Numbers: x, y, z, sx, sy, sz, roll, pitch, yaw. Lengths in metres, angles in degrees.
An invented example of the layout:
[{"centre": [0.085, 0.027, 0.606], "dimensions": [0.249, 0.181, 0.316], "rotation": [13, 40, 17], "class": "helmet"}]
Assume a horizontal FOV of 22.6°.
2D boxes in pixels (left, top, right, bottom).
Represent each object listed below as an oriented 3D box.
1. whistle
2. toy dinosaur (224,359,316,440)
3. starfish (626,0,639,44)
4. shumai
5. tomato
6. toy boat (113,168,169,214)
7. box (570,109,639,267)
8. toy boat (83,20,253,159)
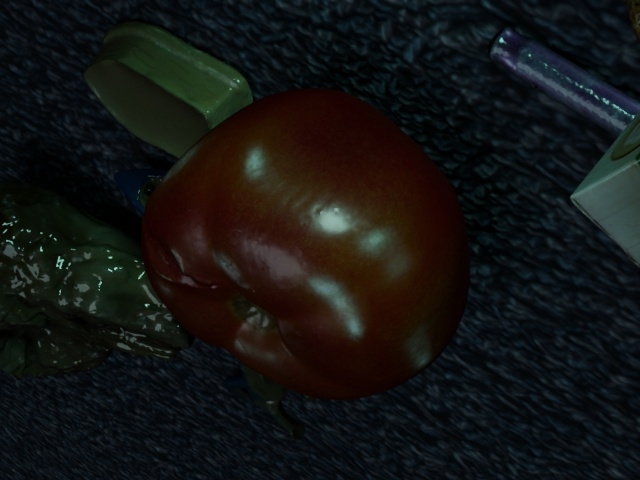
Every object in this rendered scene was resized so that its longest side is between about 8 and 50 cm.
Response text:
[{"centre": [0.203, -0.106, 1.198], "dimensions": [0.176, 0.033, 0.033], "rotation": [34, 152, 16], "class": "whistle"}, {"centre": [-0.090, 0.138, 1.896], "dimensions": [0.188, 0.075, 0.248], "rotation": [25, 155, 42], "class": "toy dinosaur"}, {"centre": [0.176, -0.223, 1.039], "dimensions": [0.213, 0.057, 0.238], "rotation": [25, 150, 15], "class": "starfish"}, {"centre": [-0.280, 0.039, 1.944], "dimensions": [0.283, 0.217, 0.346], "rotation": [-8, 144, 17], "class": "shumai"}, {"centre": [0.000, 0.000, 1.403], "dimensions": [0.298, 0.226, 0.299], "rotation": [24, 146, 17], "class": "tomato"}, {"centre": [-0.124, -0.026, 1.703], "dimensions": [0.229, 0.080, 0.046], "rotation": [24, -178, 30], "class": "toy boat"}, {"centre": [0.271, -0.073, 1.049], "dimensions": [0.081, 0.135, 0.199], "rotation": [44, 152, -3], "class": "box"}, {"centre": [-0.154, -0.145, 1.567], "dimensions": [0.188, 0.061, 0.116], "rotation": [29, 151, 23], "class": "toy boat"}]
